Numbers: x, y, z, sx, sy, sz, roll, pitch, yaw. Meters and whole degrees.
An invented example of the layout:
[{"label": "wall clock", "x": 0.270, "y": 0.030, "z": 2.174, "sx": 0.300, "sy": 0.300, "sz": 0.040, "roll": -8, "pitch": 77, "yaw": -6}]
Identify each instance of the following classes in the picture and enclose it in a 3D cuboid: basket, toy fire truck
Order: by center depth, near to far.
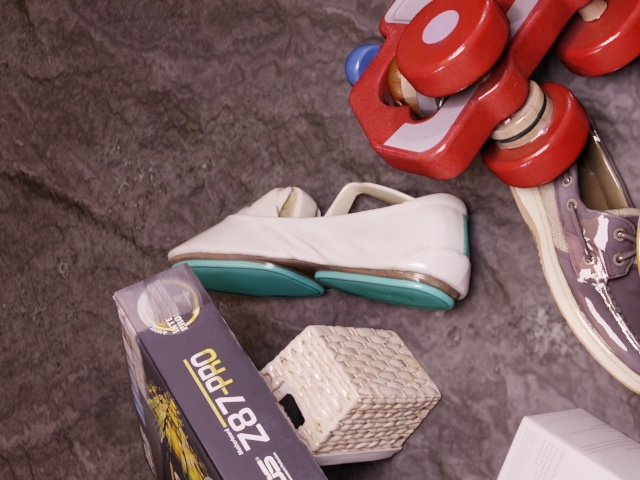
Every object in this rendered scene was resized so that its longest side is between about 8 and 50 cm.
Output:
[{"label": "toy fire truck", "x": 0.142, "y": -0.194, "z": 0.989, "sx": 0.302, "sy": 0.169, "sz": 0.254, "roll": -55, "pitch": 33, "yaw": -8}, {"label": "basket", "x": 0.031, "y": 0.158, "z": 1.112, "sx": 0.103, "sy": 0.167, "sz": 0.113, "roll": -51, "pitch": 56, "yaw": 22}]

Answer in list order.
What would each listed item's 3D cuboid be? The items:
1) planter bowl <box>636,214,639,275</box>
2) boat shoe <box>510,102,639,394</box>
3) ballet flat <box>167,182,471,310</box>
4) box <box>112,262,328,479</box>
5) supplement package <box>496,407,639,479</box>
[{"label": "planter bowl", "x": 0.370, "y": 0.005, "z": 0.837, "sx": 0.217, "sy": 0.090, "sz": 0.217, "roll": -6, "pitch": 79, "yaw": 33}, {"label": "boat shoe", "x": 0.254, "y": -0.001, "z": 0.951, "sx": 0.092, "sy": 0.103, "sz": 0.285, "roll": -44, "pitch": 54, "yaw": 38}, {"label": "ballet flat", "x": 0.000, "y": 0.000, "z": 1.189, "sx": 0.400, "sy": 0.139, "sz": 0.139, "roll": 1, "pitch": 89, "yaw": 39}, {"label": "box", "x": -0.099, "y": 0.259, "z": 1.141, "sx": 0.318, "sy": 0.097, "sz": 0.395, "roll": 56, "pitch": 158, "yaw": 30}, {"label": "supplement package", "x": 0.256, "y": 0.239, "z": 0.932, "sx": 0.179, "sy": 0.105, "sz": 0.105, "roll": 31, "pitch": 108, "yaw": 41}]
